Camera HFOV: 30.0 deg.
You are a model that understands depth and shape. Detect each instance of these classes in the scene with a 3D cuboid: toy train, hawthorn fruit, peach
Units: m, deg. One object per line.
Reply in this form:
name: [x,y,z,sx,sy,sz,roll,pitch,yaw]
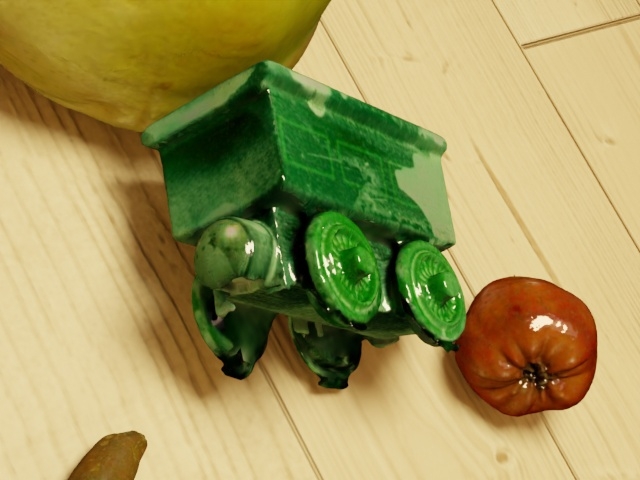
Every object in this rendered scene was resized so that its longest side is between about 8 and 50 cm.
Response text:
toy train: [0.000,0.000,0.914,0.266,0.145,0.202,16,58,-50]
hawthorn fruit: [0.174,0.090,1.037,0.125,0.140,0.125,-8,107,-28]
peach: [-0.126,-0.252,0.908,0.316,0.281,0.314,0,71,-24]

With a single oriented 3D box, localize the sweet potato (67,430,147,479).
sweet potato: [-0.196,0.236,0.720,0.108,0.079,0.346,43,45,9]
